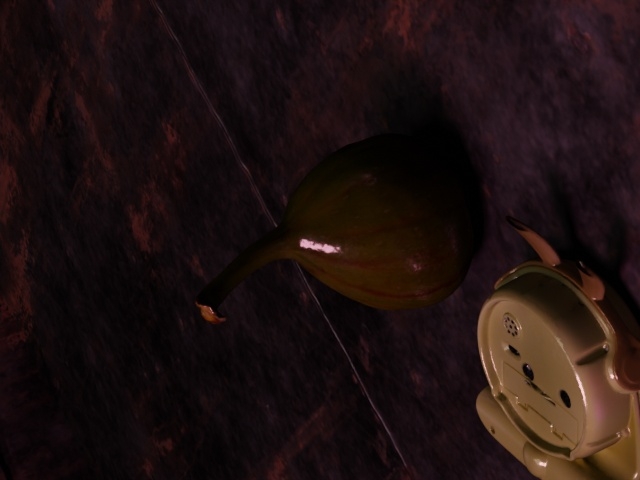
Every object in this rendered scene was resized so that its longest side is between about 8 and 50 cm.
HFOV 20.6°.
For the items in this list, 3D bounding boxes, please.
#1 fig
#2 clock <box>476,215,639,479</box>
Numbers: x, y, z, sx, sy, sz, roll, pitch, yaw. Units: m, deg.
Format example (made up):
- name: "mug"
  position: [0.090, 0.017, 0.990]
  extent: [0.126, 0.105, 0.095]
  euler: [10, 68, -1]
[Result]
- name: "fig"
  position: [0.000, 0.000, 1.448]
  extent: [0.151, 0.259, 0.151]
  euler: [165, 90, -69]
- name: "clock"
  position: [0.186, 0.086, 1.362]
  extent: [0.170, 0.069, 0.232]
  euler: [40, 145, 47]
